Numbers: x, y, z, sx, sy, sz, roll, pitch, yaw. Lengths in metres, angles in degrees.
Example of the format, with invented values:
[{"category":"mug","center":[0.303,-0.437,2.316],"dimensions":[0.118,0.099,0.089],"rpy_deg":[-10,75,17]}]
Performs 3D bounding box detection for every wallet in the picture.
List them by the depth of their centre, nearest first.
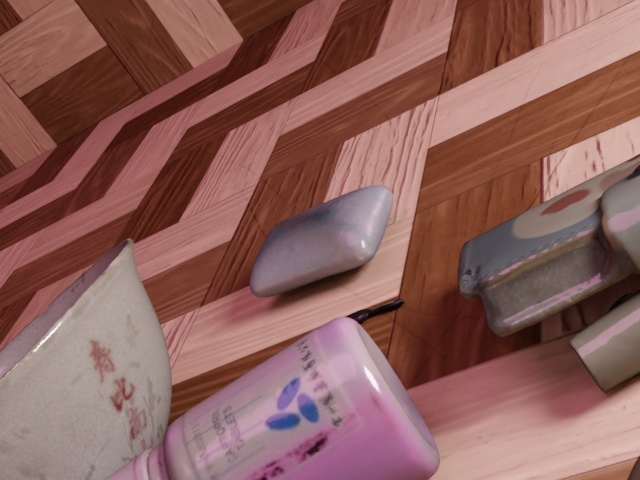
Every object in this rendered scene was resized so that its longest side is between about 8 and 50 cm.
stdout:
[{"category":"wallet","center":[0.285,-0.035,0.842],"dimensions":[0.360,0.083,0.252],"rpy_deg":[-29,5,15]}]

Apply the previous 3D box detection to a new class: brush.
[{"category":"brush","center":[0.053,0.077,1.075],"dimensions":[0.083,0.008,0.024],"rpy_deg":[-22,23,30]}]

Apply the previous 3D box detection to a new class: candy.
[{"category":"candy","center":[0.000,0.000,1.217],"dimensions":[0.174,0.071,0.138],"rpy_deg":[-22,26,31]}]

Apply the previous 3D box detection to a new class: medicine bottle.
[{"category":"medicine bottle","center":[-0.044,0.184,0.813],"dimensions":[0.254,0.152,0.152],"rpy_deg":[-32,23,4]}]

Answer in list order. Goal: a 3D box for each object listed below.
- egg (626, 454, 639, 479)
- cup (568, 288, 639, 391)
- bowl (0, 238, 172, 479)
[{"category":"egg","center":[0.247,0.133,0.463],"dimensions":[0.253,0.186,0.186],"rpy_deg":[-34,23,4]},{"category":"cup","center":[0.234,0.067,0.776],"dimensions":[0.083,0.054,0.075],"rpy_deg":[-34,46,7]},{"category":"bowl","center":[-0.273,0.215,0.967],"dimensions":[0.435,0.196,0.435],"rpy_deg":[-41,11,9]}]
